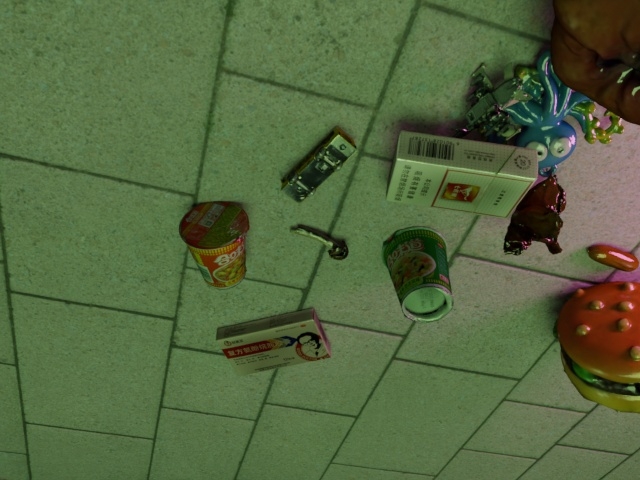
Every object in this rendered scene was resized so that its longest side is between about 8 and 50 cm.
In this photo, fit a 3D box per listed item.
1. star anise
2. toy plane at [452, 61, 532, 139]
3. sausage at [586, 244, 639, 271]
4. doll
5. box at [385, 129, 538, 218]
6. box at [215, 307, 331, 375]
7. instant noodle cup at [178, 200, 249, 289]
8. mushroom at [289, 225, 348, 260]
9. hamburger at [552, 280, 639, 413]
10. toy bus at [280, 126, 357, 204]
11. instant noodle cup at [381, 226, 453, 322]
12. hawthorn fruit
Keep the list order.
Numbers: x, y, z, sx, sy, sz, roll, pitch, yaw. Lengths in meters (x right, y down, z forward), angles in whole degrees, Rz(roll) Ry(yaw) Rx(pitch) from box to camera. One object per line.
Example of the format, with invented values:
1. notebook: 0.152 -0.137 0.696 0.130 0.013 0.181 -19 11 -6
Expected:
1. star anise: 0.591 -0.045 1.426 0.237 0.148 0.346 -61 150 2
2. toy plane: 0.380 -0.299 1.263 0.088 0.192 0.262 -6 156 -43
3. sausage: 0.907 0.055 1.622 0.183 0.054 0.062 20 98 -14
4. doll: 0.564 -0.298 1.289 0.346 0.098 0.341 -12 129 13
5. box: 0.343 -0.161 1.323 0.330 0.095 0.210 8 156 2
6. box: -0.161 0.361 1.843 0.353 0.069 0.214 -15 128 8
7. instant noodle cup: -0.285 0.027 1.502 0.193 0.193 0.212 -2 137 0
8. mushroom: 0.000 0.000 1.562 0.187 0.061 0.060 29 110 -9
9. hamburger: 0.948 0.313 1.627 0.396 0.395 0.277 -17 128 12
10. toy bus: -0.010 -0.194 1.379 0.081 0.074 0.226 33 121 -26
11. instant noodle cup: 0.287 0.107 1.533 0.207 0.232 0.207 0 129 0
12. hawthorn fruit: 0.655 -0.461 0.959 0.472 0.471 0.471 -1 130 -1
